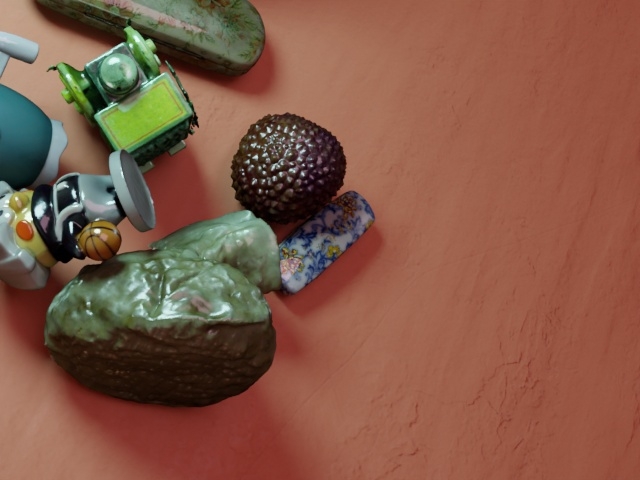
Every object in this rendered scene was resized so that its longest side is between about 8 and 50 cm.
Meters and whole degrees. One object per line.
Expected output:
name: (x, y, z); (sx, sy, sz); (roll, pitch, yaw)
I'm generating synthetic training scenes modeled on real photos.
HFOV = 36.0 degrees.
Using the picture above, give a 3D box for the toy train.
toy train: (-0.287, -0.206, 1.482); (0.159, 0.271, 0.188); (-33, 95, -9)

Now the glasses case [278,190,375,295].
glasses case: (0.000, 0.000, 1.694); (0.087, 0.065, 0.248); (49, 55, -3)

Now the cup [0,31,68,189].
cup: (-0.464, -0.146, 1.412); (0.173, 0.167, 0.300); (19, 88, -34)

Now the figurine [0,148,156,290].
figurine: (-0.354, -0.020, 1.342); (0.176, 0.236, 0.133); (-103, 172, -51)

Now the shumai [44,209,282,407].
shumai: (-0.218, 0.069, 1.433); (0.329, 0.292, 0.289); (6, 59, -6)

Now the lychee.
lychee: (-0.057, -0.113, 1.636); (0.188, 0.188, 0.188); (12, 65, -27)

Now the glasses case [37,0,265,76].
glasses case: (-0.288, -0.400, 1.654); (0.425, 0.098, 0.157); (17, 57, -26)
